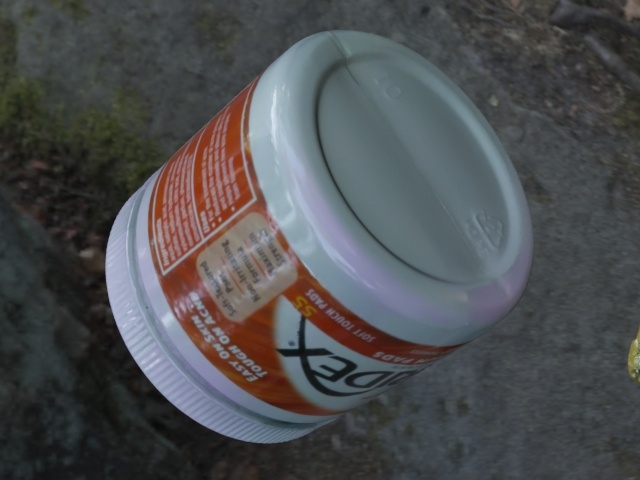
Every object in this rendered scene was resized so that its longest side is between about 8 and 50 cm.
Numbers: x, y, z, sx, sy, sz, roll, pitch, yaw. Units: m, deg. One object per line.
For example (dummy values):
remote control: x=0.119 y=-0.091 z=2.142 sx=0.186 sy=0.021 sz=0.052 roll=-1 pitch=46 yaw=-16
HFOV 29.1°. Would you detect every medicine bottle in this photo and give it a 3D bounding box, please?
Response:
medicine bottle: x=0.000 y=0.000 z=0.953 sx=0.241 sy=0.252 sz=0.253 roll=-36 pitch=65 yaw=40

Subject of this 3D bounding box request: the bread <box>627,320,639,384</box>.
bread: x=0.473 y=0.088 z=1.446 sx=0.246 sy=0.174 sz=0.121 roll=-69 pitch=17 yaw=-5
